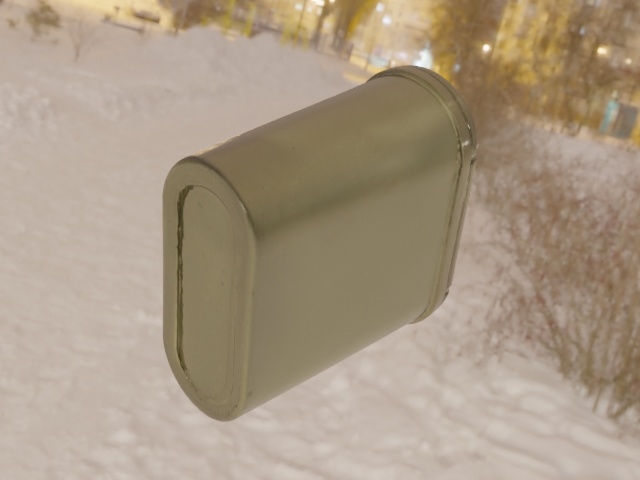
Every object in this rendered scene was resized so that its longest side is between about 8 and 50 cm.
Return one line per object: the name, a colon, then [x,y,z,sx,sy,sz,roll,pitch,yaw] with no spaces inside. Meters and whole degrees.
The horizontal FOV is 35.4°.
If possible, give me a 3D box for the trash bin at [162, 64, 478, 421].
trash bin: [0.000,0.000,0.804,0.121,0.243,0.247,32,40,33]
